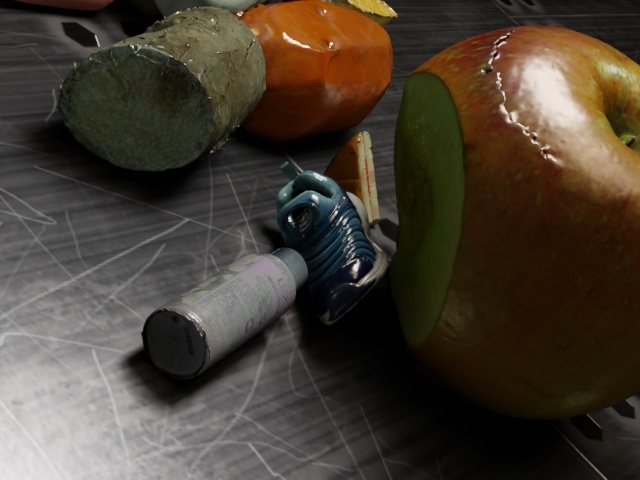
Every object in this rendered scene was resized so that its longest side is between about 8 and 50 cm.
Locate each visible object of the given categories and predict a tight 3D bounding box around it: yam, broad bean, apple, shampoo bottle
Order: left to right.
[{"bbox_3d":[-0.216,-0.304,1.695,0.083,0.045,0.063,43,28,-3],"label":"broad bean"},{"bbox_3d":[-0.144,-0.155,1.439,0.154,0.154,0.254,38,23,3],"label":"yam"},{"bbox_3d":[-0.076,0.057,1.257,0.072,0.072,0.214,41,29,9],"label":"shampoo bottle"},{"bbox_3d":[0.214,-0.014,1.416,0.384,0.374,0.374,44,28,4],"label":"apple"}]

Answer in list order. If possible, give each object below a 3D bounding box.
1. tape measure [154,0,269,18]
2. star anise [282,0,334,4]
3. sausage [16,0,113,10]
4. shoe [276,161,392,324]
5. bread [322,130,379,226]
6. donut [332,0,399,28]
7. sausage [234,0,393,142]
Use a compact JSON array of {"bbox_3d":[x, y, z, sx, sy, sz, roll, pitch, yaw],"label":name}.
[{"bbox_3d":[-0.110,-0.368,1.670,0.243,0.125,0.246,-35,94,-33],"label":"tape measure"},{"bbox_3d":[-0.018,-0.318,1.870,0.182,0.065,0.195,2,73,-77],"label":"star anise"},{"bbox_3d":[-0.292,-0.287,1.559,0.154,0.062,0.062,-2,45,-49],"label":"sausage"},{"bbox_3d":[0.000,0.000,1.397,0.106,0.091,0.207,39,18,-30],"label":"shoe"},{"bbox_3d":[0.030,-0.067,1.597,0.062,0.109,0.043,-1,6,28],"label":"bread"},{"bbox_3d":[0.026,-0.364,2.038,0.146,0.078,0.181,17,39,-31],"label":"donut"},{"bbox_3d":[-0.015,-0.201,1.657,0.153,0.141,0.268,47,28,19],"label":"sausage"}]
